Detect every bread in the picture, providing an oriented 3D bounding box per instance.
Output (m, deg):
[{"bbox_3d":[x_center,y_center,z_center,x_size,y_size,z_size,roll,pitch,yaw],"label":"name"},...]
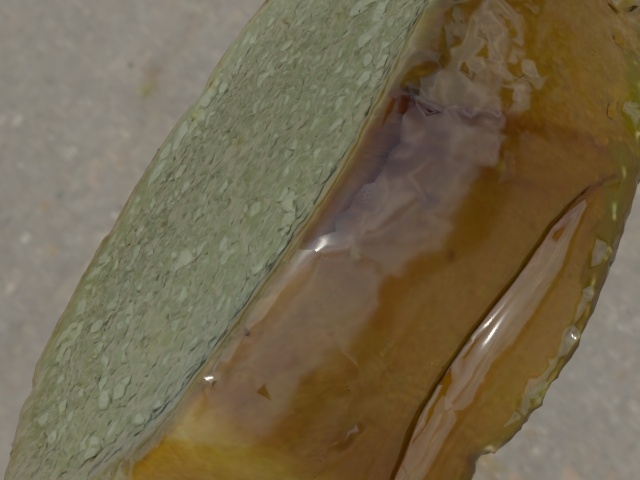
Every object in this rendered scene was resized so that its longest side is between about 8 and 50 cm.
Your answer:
[{"bbox_3d":[0.000,0.000,0.535,0.236,0.070,0.236,-49,17,20],"label":"bread"}]
